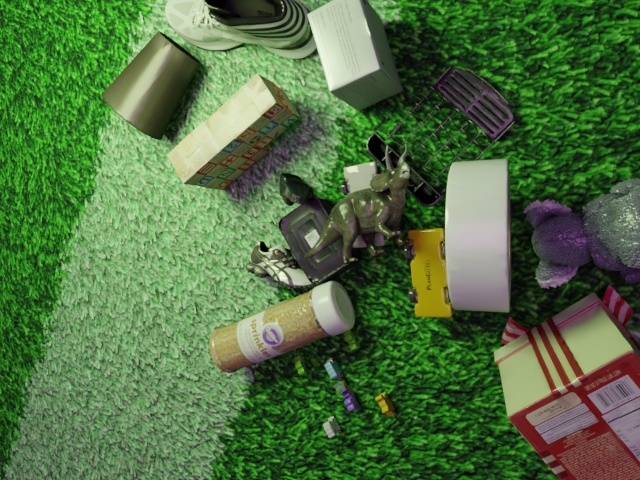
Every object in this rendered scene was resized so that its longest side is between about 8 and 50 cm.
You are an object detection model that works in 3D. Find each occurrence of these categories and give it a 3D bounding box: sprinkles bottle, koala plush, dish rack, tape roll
[{"bbox_3d":[-0.096,0.213,1.151,0.356,0.121,0.121,-25,81,21],"label":"sprinkles bottle"},{"bbox_3d":[0.496,-0.009,0.878,0.222,0.203,0.196,-8,87,34],"label":"koala plush"},{"bbox_3d":[0.259,-0.229,1.022,0.271,0.074,0.208,-47,75,16],"label":"dish rack"},{"bbox_3d":[0.302,-0.010,0.897,0.100,0.286,0.285,-1,90,23],"label":"tape roll"}]

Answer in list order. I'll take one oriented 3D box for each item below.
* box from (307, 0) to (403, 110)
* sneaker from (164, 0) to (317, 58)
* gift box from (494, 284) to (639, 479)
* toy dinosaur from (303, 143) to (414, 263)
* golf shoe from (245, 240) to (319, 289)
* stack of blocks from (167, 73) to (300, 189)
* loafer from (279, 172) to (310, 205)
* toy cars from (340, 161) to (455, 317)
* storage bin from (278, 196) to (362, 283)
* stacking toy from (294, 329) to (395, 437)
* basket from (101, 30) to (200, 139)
[{"bbox_3d":[0.080,-0.403,1.035,0.119,0.182,0.180,-18,84,24],"label":"box"},{"bbox_3d":[-0.235,-0.559,1.122,0.448,0.258,0.168,17,97,22],"label":"sneaker"},{"bbox_3d":[0.470,0.245,0.840,0.255,0.258,0.276,-35,93,21],"label":"gift box"},{"bbox_3d":[0.095,-0.048,1.004,0.314,0.121,0.160,-31,66,36],"label":"toy dinosaur"},{"bbox_3d":[-0.091,0.060,1.170,0.198,0.077,0.093,17,97,20],"label":"golf shoe"},{"bbox_3d":[-0.198,-0.249,1.158,0.297,0.171,0.087,-36,78,18],"label":"stack of blocks"},{"bbox_3d":[-0.063,-0.109,1.127,0.062,0.170,0.061,9,109,-15],"label":"loafer"},{"bbox_3d":[0.178,-0.007,1.056,0.393,0.087,0.176,48,116,19],"label":"toy cars"},{"bbox_3d":[0.000,0.000,1.128,0.122,0.084,0.180,-35,79,19],"label":"storage bin"},{"bbox_3d":[0.052,0.337,1.133,0.167,0.052,0.221,-32,77,18],"label":"stacking toy"},{"bbox_3d":[-0.436,-0.418,1.270,0.204,0.154,0.226,44,103,15],"label":"basket"}]
